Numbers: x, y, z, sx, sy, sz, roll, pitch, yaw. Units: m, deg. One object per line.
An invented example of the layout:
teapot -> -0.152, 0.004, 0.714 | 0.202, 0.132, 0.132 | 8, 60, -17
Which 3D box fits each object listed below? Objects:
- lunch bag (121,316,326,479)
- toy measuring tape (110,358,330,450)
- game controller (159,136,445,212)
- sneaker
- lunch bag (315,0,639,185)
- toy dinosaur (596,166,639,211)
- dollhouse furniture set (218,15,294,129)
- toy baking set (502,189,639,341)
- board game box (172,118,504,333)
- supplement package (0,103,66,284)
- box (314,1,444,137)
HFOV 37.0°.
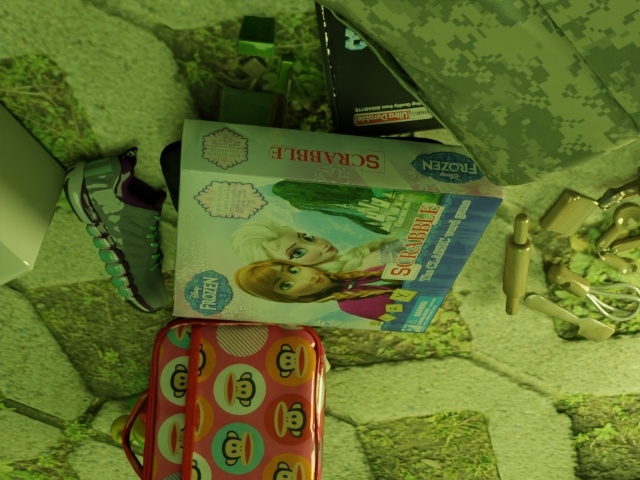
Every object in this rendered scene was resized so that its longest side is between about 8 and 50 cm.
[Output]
lunch bag -> -0.124, 0.243, 1.221 | 0.258, 0.293, 0.120 | 1, 168, 3
toy measuring tape -> -0.145, 0.236, 1.316 | 0.330, 0.121, 0.121 | -17, 127, 14
game controller -> -0.015, -0.067, 1.073 | 0.319, 0.067, 0.166 | -1, 149, 0
sneaker -> -0.213, -0.006, 1.138 | 0.098, 0.083, 0.223 | -18, 127, 8
lunch bag -> 0.160, -0.205, 0.793 | 0.256, 0.212, 0.305 | -35, 120, 25
toy dinosaur -> 0.428, -0.071, 1.107 | 0.212, 0.064, 0.112 | 0, 156, 3
dollhouse furniture set -> -0.070, -0.158, 1.023 | 0.076, 0.058, 0.151 | 7, 129, -5
toy baking set -> 0.326, 0.046, 1.209 | 0.197, 0.030, 0.256 | 1, 130, -1
board game box -> 0.000, 0.000, 1.056 | 0.318, 0.065, 0.318 | 4, 149, -7
supplement package -> -0.443, -0.085, 1.008 | 0.175, 0.177, 0.293 | -25, 125, 20
box -> 0.141, -0.249, 0.942 | 0.296, 0.073, 0.293 | -5, 129, 5
